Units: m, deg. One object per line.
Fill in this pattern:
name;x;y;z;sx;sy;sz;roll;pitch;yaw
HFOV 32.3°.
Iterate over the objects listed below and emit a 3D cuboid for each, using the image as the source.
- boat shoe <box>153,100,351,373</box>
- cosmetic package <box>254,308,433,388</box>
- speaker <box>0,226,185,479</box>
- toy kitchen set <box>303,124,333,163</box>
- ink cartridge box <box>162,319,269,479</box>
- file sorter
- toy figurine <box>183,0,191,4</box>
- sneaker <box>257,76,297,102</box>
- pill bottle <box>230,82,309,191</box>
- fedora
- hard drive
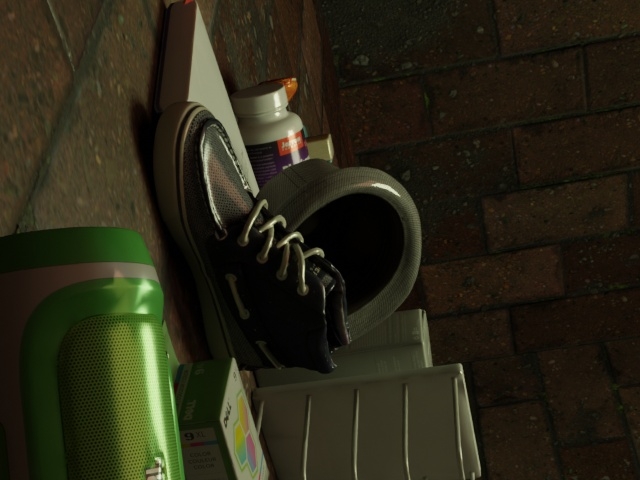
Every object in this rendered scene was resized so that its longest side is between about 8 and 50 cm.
boat shoe;-0.062;0.002;1.203;0.127;0.158;0.340;-59;144;-45
cosmetic package;0.035;0.184;1.534;0.107;0.238;0.127;-79;161;-63
speaker;-0.141;0.147;0.647;0.131;0.131;0.296;41;40;-79
toy kitchen set;-0.024;-0.104;1.884;0.207;0.122;0.166;-74;154;-73
ink cartridge box;-0.108;0.188;1.092;0.109;0.062;0.209;-83;162;-63
file sorter;0.062;0.302;1.423;0.173;0.278;0.192;-86;164;-55
toy figurine;-0.191;-0.462;1.206;0.217;0.191;0.362;51;0;27
sneaker;-0.070;-0.203;1.680;0.175;0.064;0.067;140;-61;-70
pill bottle;-0.071;-0.124;1.597;0.108;0.108;0.193;-80;159;-69
fedora;0.000;0.000;1.417;0.124;0.244;0.275;48;-8;41
hard drive;-0.132;-0.106;1.367;0.318;0.040;0.210;74;10;-45
